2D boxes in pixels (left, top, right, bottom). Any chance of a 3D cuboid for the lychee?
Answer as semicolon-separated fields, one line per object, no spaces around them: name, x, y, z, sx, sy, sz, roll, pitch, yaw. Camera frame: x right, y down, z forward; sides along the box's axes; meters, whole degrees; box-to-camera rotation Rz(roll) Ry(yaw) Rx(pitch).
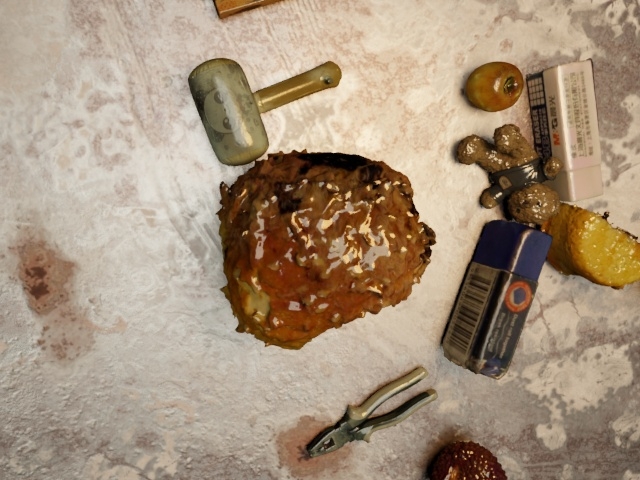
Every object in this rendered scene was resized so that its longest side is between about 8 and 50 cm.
lychee;0.345;0.566;1.163;0.188;0.188;0.188;-2;98;-12

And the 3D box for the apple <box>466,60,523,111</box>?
apple;0.368;-0.330;1.085;0.114;0.102;0.099;-34;116;-14

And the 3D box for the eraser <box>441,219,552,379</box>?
eraser;0.380;0.125;1.120;0.101;0.155;0.333;19;92;-16

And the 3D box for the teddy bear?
teddy bear;0.427;-0.151;1.111;0.251;0.181;0.129;55;48;-12

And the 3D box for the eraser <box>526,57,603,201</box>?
eraser;0.533;-0.235;1.117;0.086;0.130;0.288;-12;101;-8

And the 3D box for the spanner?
spanner;0.116;0.399;1.155;0.324;0.040;0.096;-27;101;-9

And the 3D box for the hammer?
hammer;-0.088;-0.280;0.998;0.305;0.113;0.202;-24;105;-17

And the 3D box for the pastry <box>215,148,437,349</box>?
pastry;-0.016;-0.008;0.946;0.404;0.292;0.338;-26;104;9

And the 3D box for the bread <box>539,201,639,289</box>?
bread;0.614;0.025;1.157;0.260;0.160;0.147;29;97;-20

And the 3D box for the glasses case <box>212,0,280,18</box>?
glasses case;-0.125;-0.481;0.985;0.169;0.041;0.065;-21;90;-8
